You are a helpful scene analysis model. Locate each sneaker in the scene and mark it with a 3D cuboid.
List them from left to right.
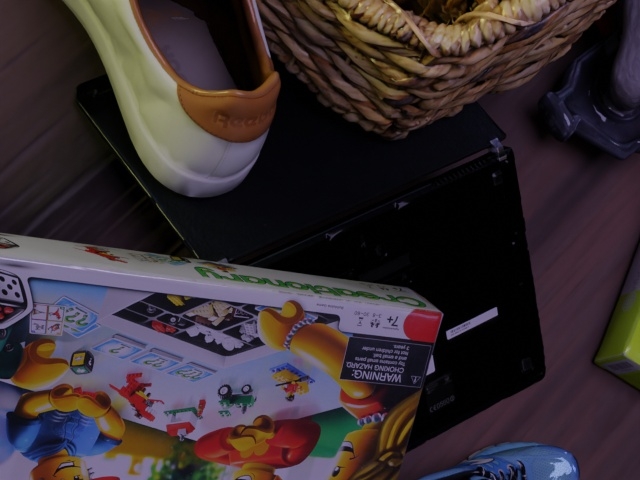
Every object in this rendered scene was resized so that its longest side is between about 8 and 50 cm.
[{"bbox_3d":[-0.102,-0.176,1.069,0.106,0.123,0.290,-24,74,-31],"label":"sneaker"},{"bbox_3d":[0.100,0.165,1.140,0.162,0.073,0.063,-14,85,-29],"label":"sneaker"}]

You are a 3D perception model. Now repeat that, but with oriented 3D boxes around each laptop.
[{"bbox_3d":[0.000,0.000,1.163,0.234,0.136,0.264,-24,116,-28],"label":"laptop"}]

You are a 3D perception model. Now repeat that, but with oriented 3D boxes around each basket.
[{"bbox_3d":[0.047,-0.242,1.091,0.213,0.223,0.299,-25,78,-31],"label":"basket"}]

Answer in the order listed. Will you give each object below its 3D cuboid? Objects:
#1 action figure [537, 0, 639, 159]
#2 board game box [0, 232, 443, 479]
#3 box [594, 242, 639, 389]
[{"bbox_3d":[0.330,-0.162,1.260,0.330,0.178,0.341,38,58,9],"label":"action figure"},{"bbox_3d":[-0.096,0.105,1.022,0.305,0.053,0.193,8,104,-25],"label":"board game box"},{"bbox_3d":[0.268,0.031,1.275,0.109,0.042,0.178,32,67,-18],"label":"box"}]
